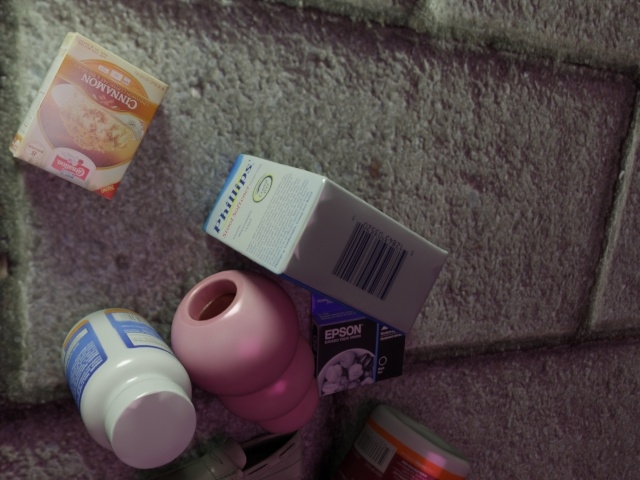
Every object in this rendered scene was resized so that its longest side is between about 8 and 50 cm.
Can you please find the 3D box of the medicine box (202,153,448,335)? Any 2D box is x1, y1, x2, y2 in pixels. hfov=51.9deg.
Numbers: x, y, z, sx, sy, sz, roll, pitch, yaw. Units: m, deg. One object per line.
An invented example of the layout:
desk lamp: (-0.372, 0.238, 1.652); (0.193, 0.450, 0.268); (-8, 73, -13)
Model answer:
medicine box: (0.000, 0.000, 1.039); (0.263, 0.289, 0.149); (28, 87, -33)

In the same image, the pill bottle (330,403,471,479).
pill bottle: (0.109, 0.550, 1.308); (0.224, 0.224, 0.392); (33, 87, -33)

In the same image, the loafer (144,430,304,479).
loafer: (-0.171, 0.407, 1.176); (0.319, 0.112, 0.111); (-2, 101, -38)

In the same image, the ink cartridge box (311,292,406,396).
ink cartridge box: (0.076, 0.185, 1.287); (0.206, 0.045, 0.208); (-7, 107, -28)

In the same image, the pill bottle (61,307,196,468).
pill bottle: (-0.276, 0.210, 0.950); (0.152, 0.272, 0.152); (-9, 109, -28)

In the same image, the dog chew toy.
dog chew toy: (-0.105, 0.205, 1.102); (0.206, 0.206, 0.332); (-39, 128, -15)

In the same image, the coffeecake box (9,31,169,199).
coffeecake box: (-0.325, -0.173, 0.929); (0.142, 0.068, 0.185); (27, 91, -34)
